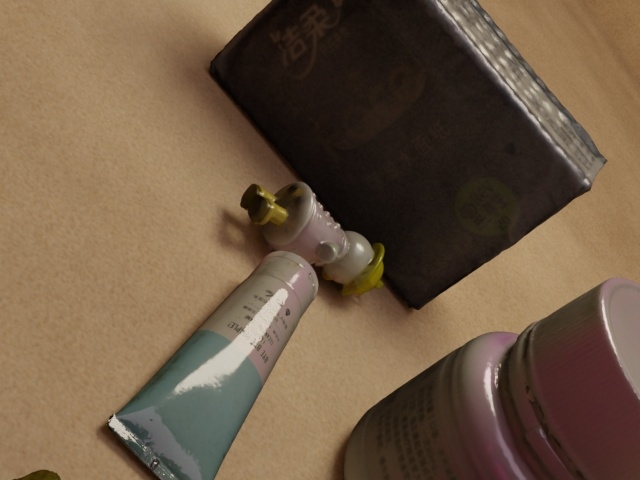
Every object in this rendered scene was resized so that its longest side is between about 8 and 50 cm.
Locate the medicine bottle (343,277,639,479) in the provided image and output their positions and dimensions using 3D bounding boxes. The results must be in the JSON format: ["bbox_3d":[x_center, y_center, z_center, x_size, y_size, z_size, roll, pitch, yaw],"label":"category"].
[{"bbox_3d":[0.211,0.204,1.229,0.256,0.325,0.256,35,33,-27],"label":"medicine bottle"}]

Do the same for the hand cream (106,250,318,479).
[{"bbox_3d":[-0.088,0.120,1.189,0.111,0.070,0.312,49,38,-9],"label":"hand cream"}]

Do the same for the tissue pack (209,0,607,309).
[{"bbox_3d":[0.097,-0.150,1.488,0.394,0.288,0.124,51,32,-4],"label":"tissue pack"}]

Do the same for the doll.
[{"bbox_3d":[0.000,0.000,1.401,0.207,0.081,0.129,35,8,-34],"label":"doll"}]

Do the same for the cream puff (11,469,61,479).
[{"bbox_3d":[-0.185,0.237,0.869,0.156,0.156,0.121,45,73,-12],"label":"cream puff"}]
